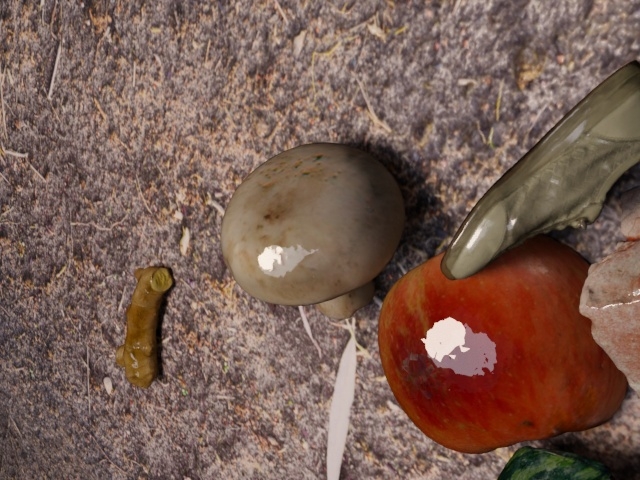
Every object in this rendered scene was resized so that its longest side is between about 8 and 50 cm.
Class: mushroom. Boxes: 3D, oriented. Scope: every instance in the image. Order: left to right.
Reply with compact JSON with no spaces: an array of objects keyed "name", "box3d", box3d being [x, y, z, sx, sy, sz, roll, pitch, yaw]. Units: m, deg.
[{"name":"mushroom","box3d":[0.000,0.000,0.972,0.243,0.243,0.243,17,115,41]}]

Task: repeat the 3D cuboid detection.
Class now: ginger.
[{"name":"ginger","box3d":[-0.345,0.167,1.454,0.118,0.065,0.298,38,125,26]}]

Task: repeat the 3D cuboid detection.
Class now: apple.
[{"name":"apple","box3d":[0.176,0.136,0.847,0.293,0.163,0.251,-32,78,47]}]

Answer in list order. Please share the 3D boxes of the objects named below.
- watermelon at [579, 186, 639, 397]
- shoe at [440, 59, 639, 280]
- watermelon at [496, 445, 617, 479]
[{"name":"watermelon","box3d":[0.363,0.038,0.651,0.232,0.193,0.310,25,132,19]},{"name":"shoe","box3d":[0.231,-0.049,0.733,0.275,0.103,0.098,-45,81,19]},{"name":"watermelon","box3d":[0.275,0.278,0.813,0.207,0.202,0.136,122,145,-45]}]
